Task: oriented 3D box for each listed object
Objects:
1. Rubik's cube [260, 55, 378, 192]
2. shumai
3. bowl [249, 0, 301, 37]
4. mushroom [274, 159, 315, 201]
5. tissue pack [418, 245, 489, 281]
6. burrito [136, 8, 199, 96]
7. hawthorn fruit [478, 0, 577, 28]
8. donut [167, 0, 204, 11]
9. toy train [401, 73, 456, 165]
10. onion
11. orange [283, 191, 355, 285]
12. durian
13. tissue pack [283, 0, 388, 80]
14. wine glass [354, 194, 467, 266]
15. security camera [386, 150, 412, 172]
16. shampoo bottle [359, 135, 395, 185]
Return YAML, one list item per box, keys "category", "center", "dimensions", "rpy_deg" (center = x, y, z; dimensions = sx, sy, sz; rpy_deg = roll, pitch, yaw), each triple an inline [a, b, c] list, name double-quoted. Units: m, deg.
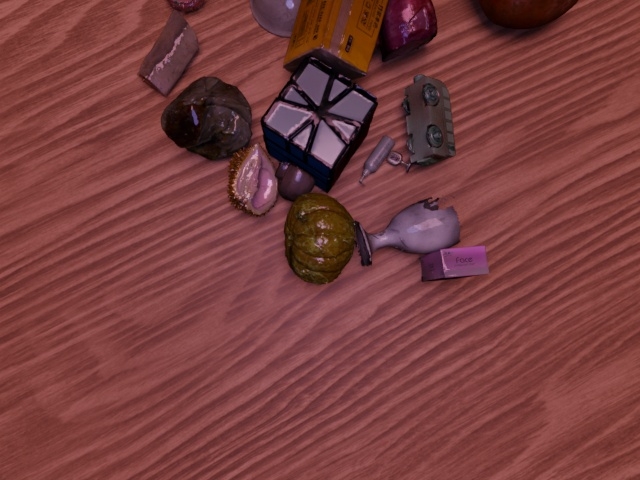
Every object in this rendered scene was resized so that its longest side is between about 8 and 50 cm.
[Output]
- category: "Rubik's cube"
  center: [-0.006, -0.378, 1.389]
  dimensions: [0.288, 0.283, 0.294]
  rpy_deg: [35, 80, 4]
- category: "shumai"
  center: [-0.410, -0.429, 1.372]
  dimensions: [0.308, 0.263, 0.305]
  rpy_deg: [-14, 92, 15]
- category: "bowl"
  center: [-0.119, -0.942, 1.530]
  dimensions: [0.312, 0.146, 0.314]
  rpy_deg: [0, 82, 0]
- category: "mushroom"
  center: [-0.094, -0.194, 1.411]
  dimensions: [0.141, 0.188, 0.117]
  rpy_deg: [20, 84, -12]
- category: "tissue pack"
  center: [0.433, 0.080, 1.356]
  dimensions: [0.148, 0.246, 0.093]
  rpy_deg: [-4, 81, -3]
- category: "burrito"
  center: [-0.551, -0.691, 1.510]
  dimensions: [0.143, 0.105, 0.300]
  rpy_deg: [28, 85, 6]
- category: "hawthorn fruit"
  center: [0.763, -0.973, 1.434]
  dimensions: [0.401, 0.403, 0.404]
  rpy_deg: [0, 83, -1]
- category: "donut"
  center: [-0.512, -0.919, 1.558]
  dimensions: [0.165, 0.065, 0.117]
  rpy_deg: [-2, 81, 0]
- category: "toy train"
  center: [0.387, -0.426, 1.463]
  dimensions: [0.159, 0.129, 0.327]
  rpy_deg: [2, 80, -35]
- category: "onion"
  center: [0.290, -0.793, 1.474]
  dimensions: [0.272, 0.256, 0.231]
  rpy_deg: [-20, 99, -26]
- category: "orange"
  center: [0.000, 0.000, 1.332]
  dimensions: [0.223, 0.300, 0.302]
  rpy_deg: [1, 105, -15]
- category: "durian"
  center: [-0.246, -0.198, 1.440]
  dimensions: [0.137, 0.183, 0.250]
  rpy_deg: [-3, 79, 30]
- category: "tissue pack"
  center: [0.059, -0.750, 1.401]
  dimensions: [0.228, 0.293, 0.383]
  rpy_deg: [18, 87, -34]
- category: "wine glass"
  center: [0.296, -0.028, 1.400]
  dimensions: [0.356, 0.190, 0.191]
  rpy_deg: [-17, 83, -1]
- category: "security camera"
  center: [0.288, -0.290, 1.503]
  dimensions: [0.092, 0.058, 0.058]
  rpy_deg: [24, 83, 10]
- category: "shampoo bottle"
  center: [0.197, -0.290, 1.495]
  dimensions: [0.056, 0.056, 0.195]
  rpy_deg: [36, 82, 3]
